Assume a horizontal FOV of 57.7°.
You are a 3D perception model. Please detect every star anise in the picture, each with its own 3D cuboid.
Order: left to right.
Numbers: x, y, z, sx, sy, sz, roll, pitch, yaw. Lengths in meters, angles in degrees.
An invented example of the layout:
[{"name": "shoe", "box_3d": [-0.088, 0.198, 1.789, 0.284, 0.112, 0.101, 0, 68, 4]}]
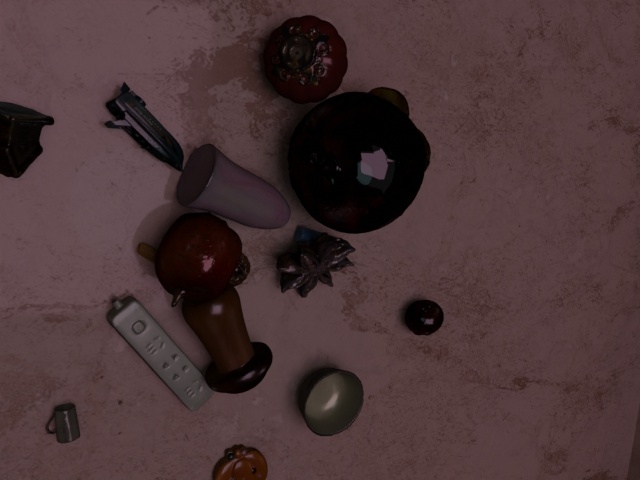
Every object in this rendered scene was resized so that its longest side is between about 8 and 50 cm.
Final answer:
[{"name": "star anise", "box_3d": [-0.021, 0.056, 1.668, 0.223, 0.108, 0.236, -40, 148, 22]}]

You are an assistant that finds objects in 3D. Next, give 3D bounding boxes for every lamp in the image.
[{"name": "lamp", "box_3d": [-0.037, -0.474, 1.533, 0.227, 0.227, 0.226, -6, 102, -29]}]

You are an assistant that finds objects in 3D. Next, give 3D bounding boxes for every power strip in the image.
[{"name": "power strip", "box_3d": [-0.422, 0.296, 1.533, 0.091, 0.062, 0.385, -43, 117, -20]}]

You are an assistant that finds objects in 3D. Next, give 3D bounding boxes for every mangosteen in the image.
[{"name": "mangosteen", "box_3d": [0.123, -0.224, 1.570, 0.421, 0.381, 0.380, -31, 113, -23]}, {"name": "mangosteen", "box_3d": [0.345, 0.266, 1.937, 0.140, 0.140, 0.140, -6, 102, -29]}]

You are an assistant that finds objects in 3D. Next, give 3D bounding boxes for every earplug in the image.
[{"name": "earplug", "box_3d": [-0.205, -0.113, 1.538, 0.301, 0.172, 0.172, 26, 86, -38]}]

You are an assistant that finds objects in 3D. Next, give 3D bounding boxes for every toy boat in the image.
[{"name": "toy boat", "box_3d": [-0.422, -0.256, 1.413, 0.246, 0.093, 0.103, 48, 68, -28]}]

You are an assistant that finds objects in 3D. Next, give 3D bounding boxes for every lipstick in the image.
[{"name": "lipstick", "box_3d": [0.000, 0.000, 1.726, 0.158, 0.048, 0.048, 16, 91, -31]}]

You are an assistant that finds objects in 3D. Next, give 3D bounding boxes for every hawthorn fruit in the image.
[{"name": "hawthorn fruit", "box_3d": [-0.312, 0.051, 1.437, 0.215, 0.215, 0.249, 46, 57, -28]}]

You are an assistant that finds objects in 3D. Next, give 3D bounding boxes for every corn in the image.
[{"name": "corn", "box_3d": [-0.429, 0.039, 1.497, 0.092, 0.037, 0.037, 35, 81, -26]}]

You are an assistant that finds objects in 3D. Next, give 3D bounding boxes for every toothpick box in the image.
[{"name": "toothpick box", "box_3d": [-0.248, 0.265, 1.553, 0.192, 0.192, 0.294, -27, 110, -23]}]

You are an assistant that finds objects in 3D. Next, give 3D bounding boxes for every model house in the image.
[{"name": "model house", "box_3d": [-0.699, -0.224, 1.271, 0.166, 0.106, 0.152, 19, 103, 4]}]

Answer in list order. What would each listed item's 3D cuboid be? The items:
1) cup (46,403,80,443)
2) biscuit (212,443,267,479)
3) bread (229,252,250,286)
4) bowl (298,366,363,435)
[{"name": "cup", "box_3d": [-0.641, 0.454, 1.451, 0.054, 0.075, 0.083, -22, 110, -64]}, {"name": "biscuit", "box_3d": [-0.234, 0.684, 1.717, 0.170, 0.050, 0.170, -6, 102, -30]}, {"name": "bread", "box_3d": [-0.238, 0.087, 1.600, 0.113, 0.060, 0.082, -48, 115, -16]}, {"name": "bowl", "box_3d": [0.019, 0.482, 1.788, 0.212, 0.112, 0.211, -5, 101, -28]}]
